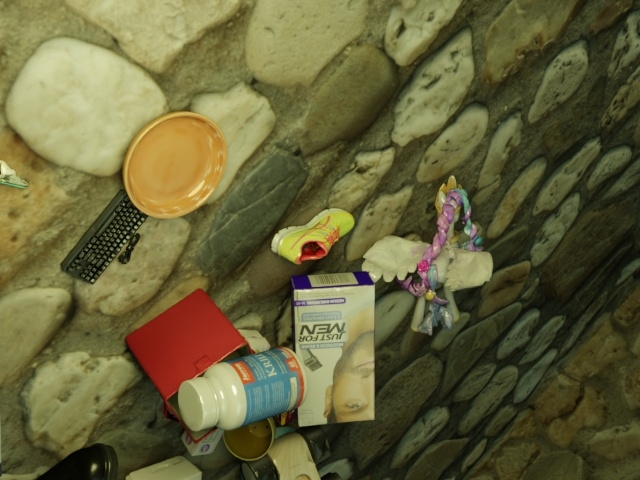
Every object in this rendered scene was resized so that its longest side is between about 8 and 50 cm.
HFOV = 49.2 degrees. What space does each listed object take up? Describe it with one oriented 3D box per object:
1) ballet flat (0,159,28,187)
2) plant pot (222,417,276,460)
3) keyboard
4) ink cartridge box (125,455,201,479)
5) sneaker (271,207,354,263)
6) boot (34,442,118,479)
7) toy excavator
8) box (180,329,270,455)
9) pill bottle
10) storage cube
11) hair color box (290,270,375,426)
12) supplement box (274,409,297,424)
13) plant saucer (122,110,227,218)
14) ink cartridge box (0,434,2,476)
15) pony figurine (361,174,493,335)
[{"bbox_3d":[-0.488,-0.102,1.036,0.114,0.041,0.041,5,117,-46],"label":"ballet flat"},{"bbox_3d":[-0.164,0.469,1.746,0.134,0.134,0.095,-57,166,9],"label":"plant pot"},{"bbox_3d":[-0.366,0.001,1.245,0.180,0.023,0.108,-50,141,2],"label":"keyboard"},{"bbox_3d":[-0.375,0.646,1.655,0.160,0.092,0.219,-9,110,-45],"label":"ink cartridge box"},{"bbox_3d":[0.000,0.000,1.529,0.208,0.094,0.081,-26,134,-28],"label":"sneaker"},{"bbox_3d":[-0.588,0.512,1.350,0.348,0.131,0.260,-45,141,4],"label":"boot"},{"bbox_3d":[-0.110,0.722,1.934,0.222,0.445,0.433,-21,90,-29],"label":"toy excavator"},{"bbox_3d":[-0.222,0.354,1.621,0.067,0.063,0.324,13,111,-47],"label":"box"},{"bbox_3d":[-0.143,0.278,1.292,0.221,0.124,0.124,-9,127,-40],"label":"pill bottle"},{"bbox_3d":[-0.251,0.252,1.422,0.215,0.193,0.184,-34,139,-16],"label":"storage cube"},{"bbox_3d":[0.029,0.250,1.616,0.185,0.110,0.339,-4,108,-7],"label":"hair color box"},{"bbox_3d":[-0.049,0.374,1.779,0.188,0.104,0.081,-21,132,-31],"label":"supplement box"},{"bbox_3d":[-0.256,-0.134,1.220,0.200,0.037,0.200,-26,135,-30],"label":"plant saucer"},{"bbox_3d":[-0.665,0.361,1.229,0.185,0.065,0.311,-12,131,-37],"label":"ink cartridge box"},{"bbox_3d":[0.291,0.061,1.754,0.351,0.302,0.363,-58,151,-46],"label":"pony figurine"}]
